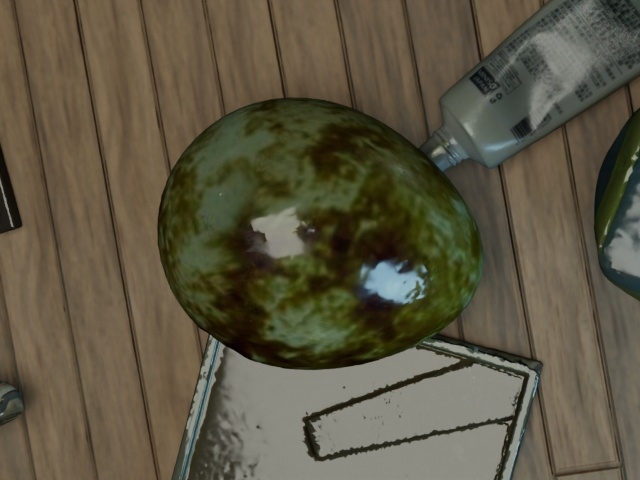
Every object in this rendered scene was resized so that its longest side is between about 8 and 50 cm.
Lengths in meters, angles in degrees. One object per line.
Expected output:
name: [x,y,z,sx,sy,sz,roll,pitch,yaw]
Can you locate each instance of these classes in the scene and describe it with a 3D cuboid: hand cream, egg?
hand cream: [0.231,-0.171,1.718,0.341,0.078,0.124,-36,84,3]
egg: [0.000,0.000,1.681,0.290,0.238,0.238,19,97,-11]

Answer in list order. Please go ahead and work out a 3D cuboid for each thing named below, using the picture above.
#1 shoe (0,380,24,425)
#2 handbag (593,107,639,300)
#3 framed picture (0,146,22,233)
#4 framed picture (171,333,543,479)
shoe: [-0.371,0.147,1.841,0.180,0.089,0.092,-13,87,20]
handbag: [0.363,-0.022,1.600,0.263,0.241,0.222,16,96,12]
framed picture: [-0.386,-0.051,1.865,0.169,0.023,0.127,-16,89,12]
framed picture: [0.028,0.181,1.789,0.315,0.024,0.232,16,96,12]
